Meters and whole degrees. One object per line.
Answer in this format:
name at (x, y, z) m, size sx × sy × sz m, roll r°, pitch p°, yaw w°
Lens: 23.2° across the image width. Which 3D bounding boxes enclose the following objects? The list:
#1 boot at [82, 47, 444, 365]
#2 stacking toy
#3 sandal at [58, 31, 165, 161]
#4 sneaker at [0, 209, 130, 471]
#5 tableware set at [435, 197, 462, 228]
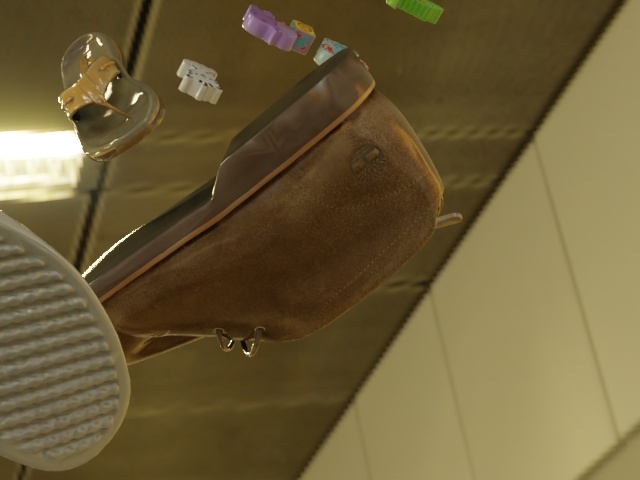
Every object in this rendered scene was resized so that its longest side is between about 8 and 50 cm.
boot at (-0.065, 0.033, 0.868) m, size 0.305 × 0.112 × 0.115 m, roll -37°, pitch -78°, yaw 17°
stacking toy at (-0.012, -0.188, 1.496) m, size 0.221 × 0.052 × 0.167 m, roll 19°, pitch -64°, yaw -21°
sandal at (-0.174, -0.118, 1.206) m, size 0.072 × 0.180 × 0.049 m, roll -41°, pitch -51°, yaw 6°
sneaker at (-0.108, 0.004, 0.413) m, size 0.051 × 0.070 × 0.134 m, roll -49°, pitch -59°, yaw -9°
tableware set at (0.000, 0.000, 1.157) m, size 0.194 × 0.039 × 0.128 m, roll -16°, pitch -29°, yaw 25°
